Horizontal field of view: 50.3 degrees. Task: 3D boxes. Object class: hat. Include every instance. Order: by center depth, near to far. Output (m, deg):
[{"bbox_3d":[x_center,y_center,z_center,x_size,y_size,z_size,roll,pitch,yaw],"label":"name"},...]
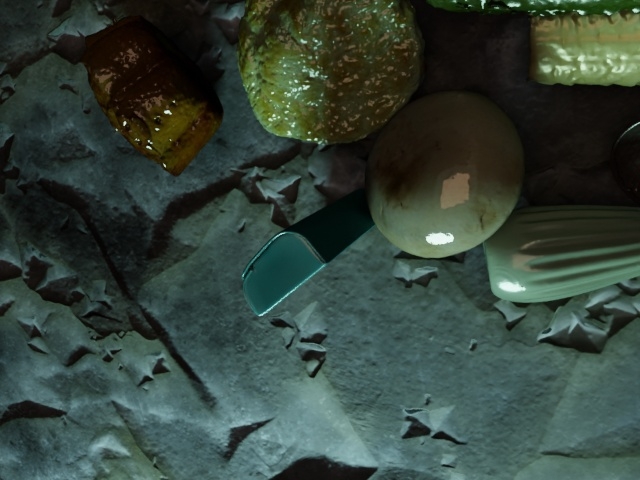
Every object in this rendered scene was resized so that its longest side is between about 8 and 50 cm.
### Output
[{"bbox_3d":[0.467,-0.113,0.841,0.193,0.082,0.193,22,150,14],"label":"hat"}]

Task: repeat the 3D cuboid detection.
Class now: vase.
[{"bbox_3d":[0.342,0.010,0.892,0.248,0.128,0.128,-8,101,12],"label":"vase"}]

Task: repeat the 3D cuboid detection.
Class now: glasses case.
[{"bbox_3d":[-0.002,0.001,0.909,0.117,0.301,0.070,-40,89,23],"label":"glasses case"}]

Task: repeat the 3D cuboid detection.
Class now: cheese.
[{"bbox_3d":[0.341,-0.249,0.832,0.167,0.094,0.123,5,130,19],"label":"cheese"}]

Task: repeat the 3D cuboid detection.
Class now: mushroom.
[{"bbox_3d":[0.165,-0.084,0.901,0.226,0.178,0.226,-22,54,34],"label":"mushroom"}]

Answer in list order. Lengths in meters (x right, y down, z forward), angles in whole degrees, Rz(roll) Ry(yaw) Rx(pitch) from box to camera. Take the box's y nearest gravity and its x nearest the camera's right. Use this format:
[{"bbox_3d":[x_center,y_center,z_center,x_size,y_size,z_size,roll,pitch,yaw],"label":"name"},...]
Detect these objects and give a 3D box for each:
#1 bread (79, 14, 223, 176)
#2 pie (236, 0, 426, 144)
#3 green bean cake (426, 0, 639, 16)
[{"bbox_3d":[-0.243,-0.213,0.976,0.135,0.247,0.232,-38,98,8],"label":"bread"},{"bbox_3d":[0.013,-0.261,0.948,0.274,0.105,0.257,-12,108,22],"label":"pie"},{"bbox_3d":[0.247,-0.404,0.697,0.319,0.335,0.218,9,66,21],"label":"green bean cake"}]
